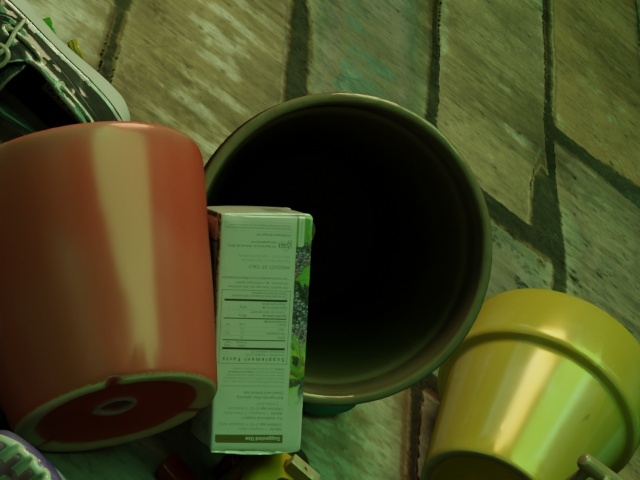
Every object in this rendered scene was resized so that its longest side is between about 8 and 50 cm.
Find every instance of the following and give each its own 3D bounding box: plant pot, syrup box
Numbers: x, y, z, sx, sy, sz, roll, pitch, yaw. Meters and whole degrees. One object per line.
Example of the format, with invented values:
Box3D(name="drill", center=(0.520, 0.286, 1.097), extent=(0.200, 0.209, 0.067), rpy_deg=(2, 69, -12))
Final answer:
Box3D(name="plant pot", center=(0.000, 0.000, 2.072), extent=(0.323, 0.323, 0.280), rpy_deg=(42, -3, -9))
Box3D(name="syrup box", center=(-0.069, 0.087, 1.875), extent=(0.096, 0.237, 0.093), rpy_deg=(1, 5, -15))
Box3D(name="plant pot", center=(0.236, 0.224, 2.199), extent=(0.254, 0.254, 0.239), rpy_deg=(42, 46, -9))
Box3D(name="plant pot", center=(-0.218, 0.054, 1.801), extent=(0.275, 0.275, 0.243), rpy_deg=(10, 57, -47))

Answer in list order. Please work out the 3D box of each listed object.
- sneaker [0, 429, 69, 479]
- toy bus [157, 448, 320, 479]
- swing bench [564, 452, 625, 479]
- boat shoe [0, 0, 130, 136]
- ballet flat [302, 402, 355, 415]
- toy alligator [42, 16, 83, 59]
Box3D(name="sneaker", center=(-0.224, 0.260, 1.709), extent=(0.236, 0.095, 0.104), rpy_deg=(48, 23, -8))
Box3D(name="toy bus", center=(-0.049, 0.260, 1.908), extent=(0.191, 0.104, 0.202), rpy_deg=(8, 48, -48))
Box3D(name="swing bench", center=(0.303, 0.394, 2.051), extent=(0.254, 0.253, 0.165), rpy_deg=(26, 36, -33))
Box3D(name="boat shoe", center=(-0.346, -0.188, 2.042), extent=(0.306, 0.113, 0.105), rpy_deg=(44, 27, -8))
Box3D(name="ballet flat", center=(-0.029, 0.155, 2.103), extent=(0.188, 0.070, 0.070), rpy_deg=(10, 46, -51))
Box3D(name="toy alligator", center=(-0.285, -0.166, 2.166), extent=(0.051, 0.056, 0.190), rpy_deg=(92, -22, -69))
